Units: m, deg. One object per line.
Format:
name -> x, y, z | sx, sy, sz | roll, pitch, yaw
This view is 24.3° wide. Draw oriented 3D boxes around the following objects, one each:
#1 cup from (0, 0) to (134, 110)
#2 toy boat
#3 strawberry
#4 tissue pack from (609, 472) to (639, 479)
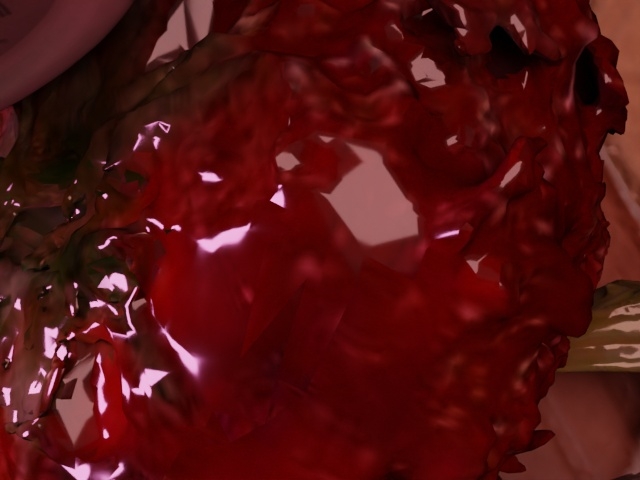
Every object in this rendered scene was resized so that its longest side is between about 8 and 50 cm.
cup -> -0.200, -0.215, 0.425 | 0.253, 0.253, 0.371 | -20, 79, -12
toy boat -> 0.150, 0.052, 0.608 | 0.172, 0.065, 0.066 | 8, 96, -2
strawberry -> 0.000, 0.000, 0.528 | 0.220, 0.274, 0.274 | 19, 71, -41
tissue pack -> 0.028, 0.201, 0.504 | 0.246, 0.159, 0.136 | -29, 80, -13
